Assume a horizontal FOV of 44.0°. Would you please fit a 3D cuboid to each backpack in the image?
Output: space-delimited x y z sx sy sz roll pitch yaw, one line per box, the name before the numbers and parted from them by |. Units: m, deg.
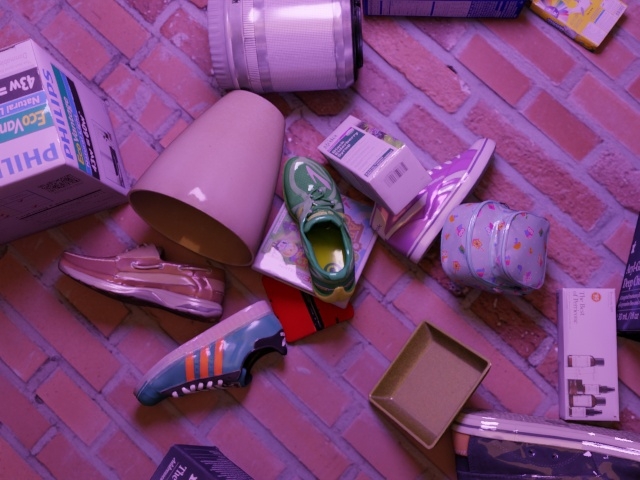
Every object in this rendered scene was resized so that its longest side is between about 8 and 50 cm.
backpack | 0.312 0.011 1.420 0.188 0.144 0.166 13 84 -28

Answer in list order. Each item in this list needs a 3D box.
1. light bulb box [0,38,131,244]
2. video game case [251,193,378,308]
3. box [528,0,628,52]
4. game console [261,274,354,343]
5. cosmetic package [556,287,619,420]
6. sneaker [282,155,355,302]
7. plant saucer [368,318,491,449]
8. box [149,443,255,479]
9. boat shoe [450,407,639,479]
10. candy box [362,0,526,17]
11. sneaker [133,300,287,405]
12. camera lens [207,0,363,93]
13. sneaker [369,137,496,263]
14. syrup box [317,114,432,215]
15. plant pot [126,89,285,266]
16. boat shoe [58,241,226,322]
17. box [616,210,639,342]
light bulb box | -0.579 -0.146 1.425 0.357 0.361 0.226 -19 82 1
video game case | 0.000 0.000 1.503 0.193 0.023 0.213 23 64 6
box | 0.494 -0.462 1.554 0.179 0.043 0.105 38 87 5
game console | -0.024 0.107 1.531 0.124 0.085 0.144 -18 81 -30
cosmetic package | 0.491 0.208 1.459 0.098 0.060 0.239 0 83 3
sneaker | 0.006 -0.037 1.439 0.109 0.123 0.296 -14 66 -10
plant saucer | 0.204 0.262 1.440 0.188 0.045 0.188 -54 40 -3
box | -0.198 0.582 1.362 0.312 0.179 0.343 31 85 22
boat shoe | 0.472 0.404 1.379 0.499 0.187 0.156 6 85 11
candy box | 0.239 -0.579 1.545 0.316 0.122 0.269 2 84 3
sneaker | -0.201 0.239 1.478 0.302 0.108 0.121 -33 78 -2
camera lens | -0.059 -0.391 1.492 0.274 0.219 0.220 -3 83 4
sneaker | 0.202 -0.112 1.492 0.161 0.102 0.282 37 77 12
syrup box | 0.093 -0.142 1.442 0.093 0.237 0.096 -44 122 -2
plant pot | -0.180 -0.134 1.476 0.256 0.256 0.274 23 69 6
boat shoe | -0.332 0.065 1.513 0.324 0.123 0.117 15 77 -1
box | 0.684 -0.002 1.355 0.211 0.293 0.396 16 84 5
